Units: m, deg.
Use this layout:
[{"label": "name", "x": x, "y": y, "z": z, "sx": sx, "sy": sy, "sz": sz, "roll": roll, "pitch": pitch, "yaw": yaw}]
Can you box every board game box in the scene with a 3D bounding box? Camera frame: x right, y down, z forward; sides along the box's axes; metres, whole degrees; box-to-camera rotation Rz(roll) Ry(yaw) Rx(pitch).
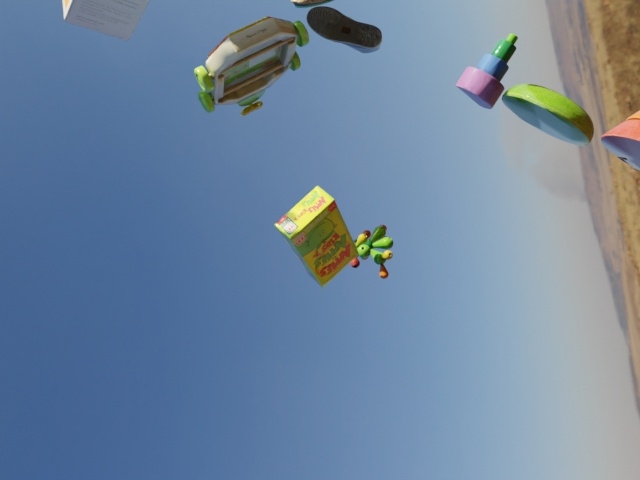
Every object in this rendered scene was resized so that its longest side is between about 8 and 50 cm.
[{"label": "board game box", "x": 0.000, "y": 0.000, "z": 0.837, "sx": 0.092, "sy": 0.043, "sz": 0.181, "roll": -43, "pitch": -32, "yaw": -9}]

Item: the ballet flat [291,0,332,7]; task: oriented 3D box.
[{"label": "ballet flat", "x": 0.037, "y": -0.457, "z": 0.867, "sx": 0.206, "sy": 0.073, "sz": 0.067, "roll": -28, "pitch": -38, "yaw": -23}]

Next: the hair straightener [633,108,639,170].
[{"label": "hair straightener", "x": 0.839, "y": -0.292, "z": 1.297, "sx": 0.089, "sy": 0.047, "sz": 0.230, "roll": -26, "pitch": -59, "yaw": -55}]

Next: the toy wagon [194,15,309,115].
[{"label": "toy wagon", "x": -0.172, "y": -0.401, "z": 1.218, "sx": 0.068, "sy": 0.267, "sz": 0.344, "roll": 59, "pitch": 166, "yaw": 1}]

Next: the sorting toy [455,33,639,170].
[{"label": "sorting toy", "x": 0.337, "y": -0.195, "z": 0.640, "sx": 0.127, "sy": 0.365, "sz": 0.126, "roll": 21, "pitch": -75, "yaw": -41}]

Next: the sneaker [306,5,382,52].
[{"label": "sneaker", "x": 0.068, "y": -0.590, "z": 1.445, "sx": 0.118, "sy": 0.222, "sz": 0.083, "roll": -50, "pitch": -17, "yaw": -81}]

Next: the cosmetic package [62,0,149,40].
[{"label": "cosmetic package", "x": -0.436, "y": -0.705, "z": 1.127, "sx": 0.162, "sy": 0.453, "sz": 0.230, "roll": 4, "pitch": -118, "yaw": -42}]

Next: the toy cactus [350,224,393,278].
[{"label": "toy cactus", "x": 0.083, "y": 0.027, "z": 1.181, "sx": 0.219, "sy": 0.181, "sz": 0.112, "roll": -57, "pitch": -42, "yaw": -71}]
